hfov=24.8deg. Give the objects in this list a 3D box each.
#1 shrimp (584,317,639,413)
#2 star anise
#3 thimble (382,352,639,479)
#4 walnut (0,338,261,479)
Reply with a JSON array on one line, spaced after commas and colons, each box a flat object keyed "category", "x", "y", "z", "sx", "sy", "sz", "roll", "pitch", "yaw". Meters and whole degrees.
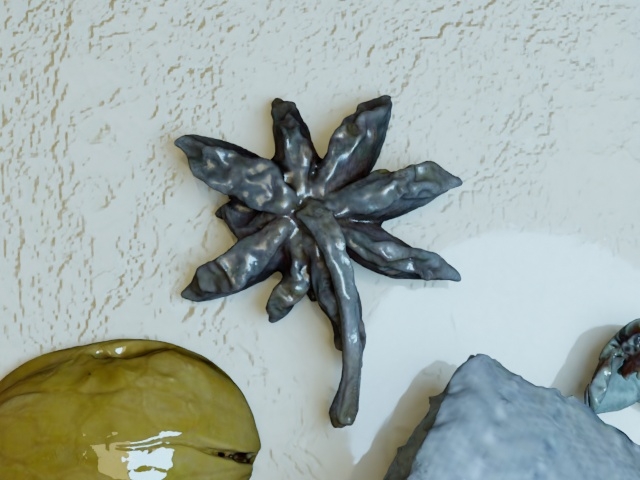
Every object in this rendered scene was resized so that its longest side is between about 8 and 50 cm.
[{"category": "shrimp", "x": 0.368, "y": 0.191, "z": 0.978, "sx": 0.410, "sy": 0.166, "sz": 0.221, "roll": 42, "pitch": 118, "yaw": 16}, {"category": "star anise", "x": 0.000, "y": 0.001, "z": 1.010, "sx": 0.209, "sy": 0.089, "sz": 0.231, "roll": -35, "pitch": 75, "yaw": 3}, {"category": "thimble", "x": 0.098, "y": 0.207, "z": 0.930, "sx": 0.157, "sy": 0.217, "sz": 0.245, "roll": 33, "pitch": 71, "yaw": 1}, {"category": "walnut", "x": -0.146, "y": 0.152, "z": 0.991, "sx": 0.211, "sy": 0.087, "sz": 0.167, "roll": -5, "pitch": 88, "yaw": -2}]
